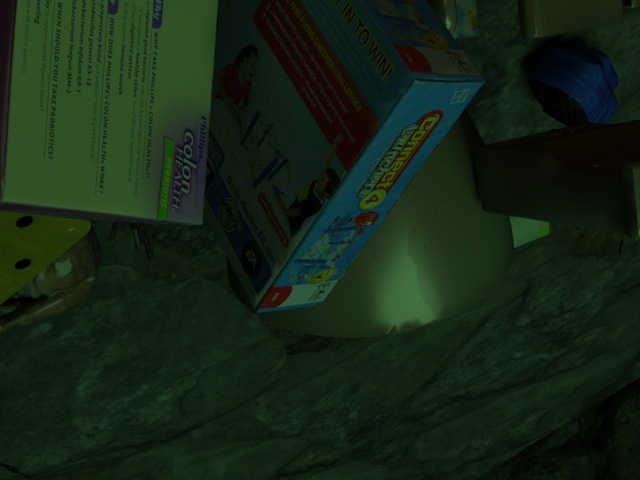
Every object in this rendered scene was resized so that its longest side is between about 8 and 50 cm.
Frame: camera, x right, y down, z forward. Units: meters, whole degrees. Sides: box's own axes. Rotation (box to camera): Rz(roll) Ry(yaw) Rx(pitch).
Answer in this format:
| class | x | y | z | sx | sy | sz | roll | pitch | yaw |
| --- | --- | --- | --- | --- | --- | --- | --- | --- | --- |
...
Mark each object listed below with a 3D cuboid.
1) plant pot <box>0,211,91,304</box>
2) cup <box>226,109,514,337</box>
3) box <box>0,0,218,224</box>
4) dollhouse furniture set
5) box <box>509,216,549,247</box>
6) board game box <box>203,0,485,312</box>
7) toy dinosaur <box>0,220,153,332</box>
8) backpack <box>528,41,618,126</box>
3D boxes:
| class | x | y | z | sx | sy | sz | roll | pitch | yaw |
| --- | --- | --- | --- | --- | --- | --- | --- | --- | --- |
| plant pot | -0.334 | -0.059 | 1.154 | 0.212 | 0.187 | 0.212 | -38 | 149 | 13 |
| cup | 0.043 | -0.086 | 1.365 | 0.331 | 0.331 | 0.237 | -19 | 124 | -18 |
| box | -0.208 | -0.128 | 1.027 | 0.117 | 0.214 | 0.243 | 2 | 178 | 33 |
| dollhouse furniture set | 0.262 | -0.222 | 1.172 | 0.362 | 0.256 | 0.394 | -13 | 103 | -25 |
| box | 0.087 | -0.015 | 1.538 | 0.322 | 0.232 | 0.058 | -22 | 119 | -18 |
| board game box | -0.028 | -0.146 | 1.167 | 0.086 | 0.308 | 0.302 | -3 | 142 | -40 |
| toy dinosaur | -0.287 | 0.019 | 1.389 | 0.200 | 0.127 | 0.296 | -15 | 153 | -36 |
| backpack | 0.327 | -0.205 | 1.602 | 0.101 | 0.098 | 0.120 | -62 | 147 | -3 |
